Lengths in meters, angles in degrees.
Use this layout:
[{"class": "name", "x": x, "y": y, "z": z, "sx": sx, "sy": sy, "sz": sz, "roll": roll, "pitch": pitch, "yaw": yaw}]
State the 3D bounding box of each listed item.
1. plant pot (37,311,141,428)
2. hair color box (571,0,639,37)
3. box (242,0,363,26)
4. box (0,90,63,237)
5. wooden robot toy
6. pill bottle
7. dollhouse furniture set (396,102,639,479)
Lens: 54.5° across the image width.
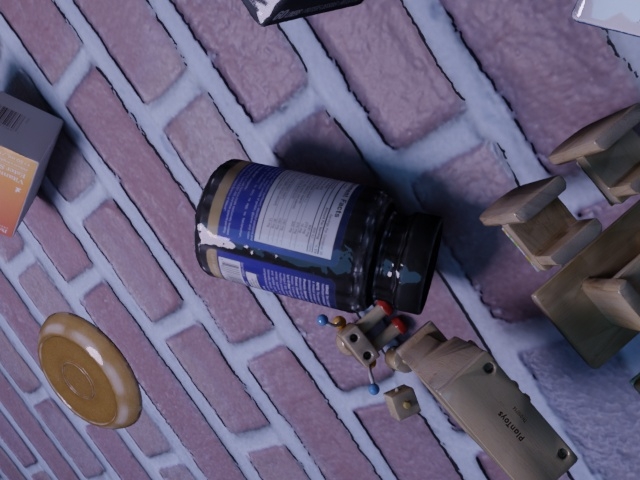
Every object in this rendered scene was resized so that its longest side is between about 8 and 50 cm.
[{"class": "plant pot", "x": -0.405, "y": 0.232, "z": 1.061, "sx": 0.236, "sy": 0.032, "sz": 0.236, "roll": 16, "pitch": 123, "yaw": 26}, {"class": "hair color box", "x": 0.273, "y": -0.265, "z": 0.294, "sx": 0.174, "sy": 0.105, "sz": 0.347, "roll": 24, "pitch": 126, "yaw": 20}, {"class": "box", "x": 0.039, "y": -0.288, "z": 0.395, "sx": 0.270, "sy": 0.165, "sz": 0.143, "roll": -36, "pitch": 92, "yaw": 41}, {"class": "box", "x": -0.439, "y": -0.105, "z": 0.824, "sx": 0.130, "sy": 0.091, "sz": 0.170, "roll": 24, "pitch": 133, "yaw": -20}, {"class": "wooden robot toy", "x": 0.052, "y": 0.112, "z": 0.690, "sx": 0.173, "sy": 0.076, "sz": 0.079, "roll": 54, "pitch": 166, "yaw": -4}, {"class": "pill bottle", "x": 0.000, "y": 0.000, "z": 0.599, "sx": 0.219, "sy": 0.123, "sz": 0.123, "roll": 14, "pitch": 122, "yaw": 14}, {"class": "dollhouse furniture set", "x": 0.196, "y": 0.060, "z": 0.495, "sx": 0.242, "sy": 0.161, "sz": 0.212, "roll": -40, "pitch": 90, "yaw": -3}]
